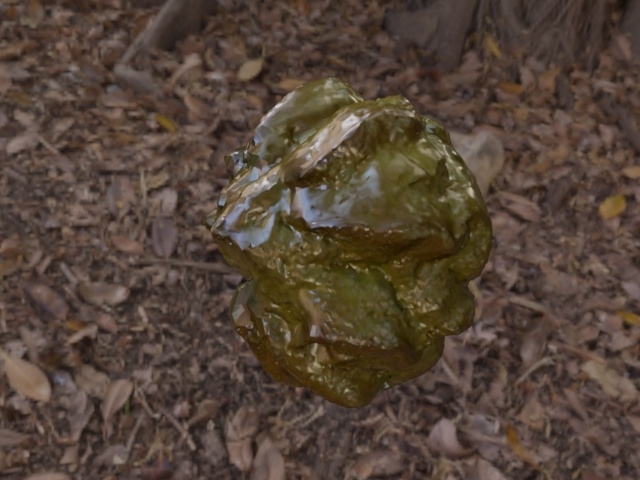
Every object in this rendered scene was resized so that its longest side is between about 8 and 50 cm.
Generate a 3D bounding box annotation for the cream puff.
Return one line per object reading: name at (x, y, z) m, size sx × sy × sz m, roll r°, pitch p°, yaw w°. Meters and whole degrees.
cream puff at (0.015, -0.002, 0.705) m, size 0.244 × 0.196 × 0.244 m, roll -22°, pitch 47°, yaw 26°
